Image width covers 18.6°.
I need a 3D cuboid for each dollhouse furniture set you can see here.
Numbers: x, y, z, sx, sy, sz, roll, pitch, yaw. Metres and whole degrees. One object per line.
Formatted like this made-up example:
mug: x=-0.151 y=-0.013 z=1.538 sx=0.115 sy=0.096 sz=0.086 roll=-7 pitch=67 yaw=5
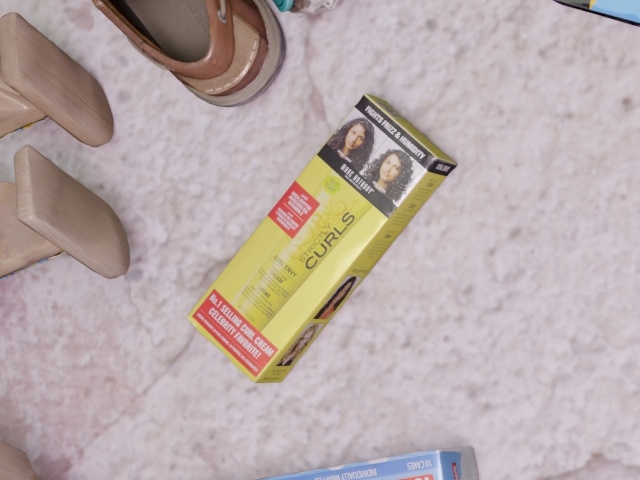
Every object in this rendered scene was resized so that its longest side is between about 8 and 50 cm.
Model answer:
dollhouse furniture set: x=-0.316 y=0.083 z=1.619 sx=0.362 sy=0.256 sz=0.394 roll=-22 pitch=58 yaw=18

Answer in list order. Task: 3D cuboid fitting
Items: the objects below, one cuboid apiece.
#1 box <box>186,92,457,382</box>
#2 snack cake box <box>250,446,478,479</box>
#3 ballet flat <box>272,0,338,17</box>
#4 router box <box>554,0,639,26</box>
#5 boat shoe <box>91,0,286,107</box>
box: x=0.000 y=0.000 z=1.544 sx=0.087 sy=0.058 sz=0.232 roll=43 pitch=102 yaw=18
snack cake box: x=-0.003 y=0.255 z=1.514 sx=0.264 sy=0.089 sz=0.152 roll=-13 pitch=81 yaw=21
ballet flat: x=-0.082 y=-0.355 z=1.581 sx=0.147 sy=0.147 sz=0.409 roll=-41 pitch=76 yaw=15
router box: x=0.260 y=-0.247 z=1.464 sx=0.133 sy=0.046 sz=0.179 roll=18 pitch=94 yaw=22
boat shoe: x=-0.156 y=-0.246 z=1.590 sx=0.324 sy=0.116 sz=0.123 roll=46 pitch=103 yaw=18
